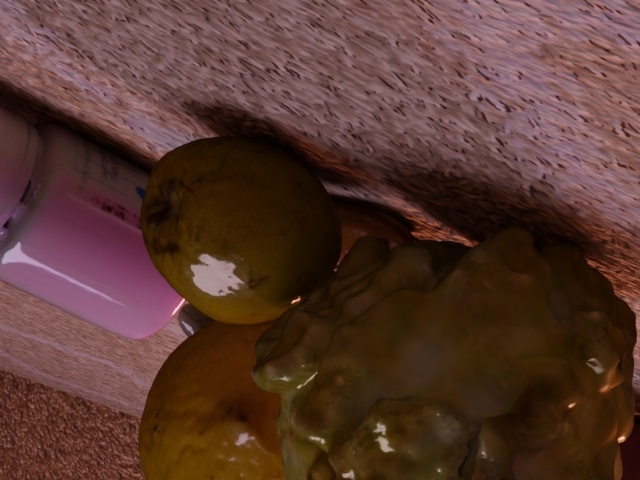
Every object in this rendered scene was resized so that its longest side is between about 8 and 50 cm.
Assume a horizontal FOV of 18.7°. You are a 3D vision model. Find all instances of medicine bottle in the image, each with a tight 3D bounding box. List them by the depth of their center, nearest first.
[{"bbox_3d":[-0.238,-0.023,1.757,0.254,0.152,0.152,30,166,-28],"label":"medicine bottle"}]

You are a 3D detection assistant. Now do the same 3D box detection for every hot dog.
[{"bbox_3d":[0.000,0.000,1.642,0.235,0.062,0.092,10,160,42],"label":"hot dog"}]

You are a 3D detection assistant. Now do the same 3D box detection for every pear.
[{"bbox_3d":[-0.065,-0.009,1.515,0.149,0.149,0.162,10,166,46],"label":"pear"}]

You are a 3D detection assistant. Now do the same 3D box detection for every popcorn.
[{"bbox_3d":[0.110,0.125,1.459,0.312,0.312,0.312,21,168,5],"label":"popcorn"}]

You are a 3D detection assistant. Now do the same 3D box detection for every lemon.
[{"bbox_3d":[-0.046,0.224,2.156,0.336,0.336,0.336,21,168,5],"label":"lemon"}]

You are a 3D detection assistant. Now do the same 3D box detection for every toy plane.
[{"bbox_3d":[-0.093,0.134,2.373,0.108,0.092,0.286,40,-178,41],"label":"toy plane"}]

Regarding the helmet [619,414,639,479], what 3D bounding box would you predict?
[{"bbox_3d":[0.341,0.253,1.951,0.253,0.154,0.198,40,158,5],"label":"helmet"}]
